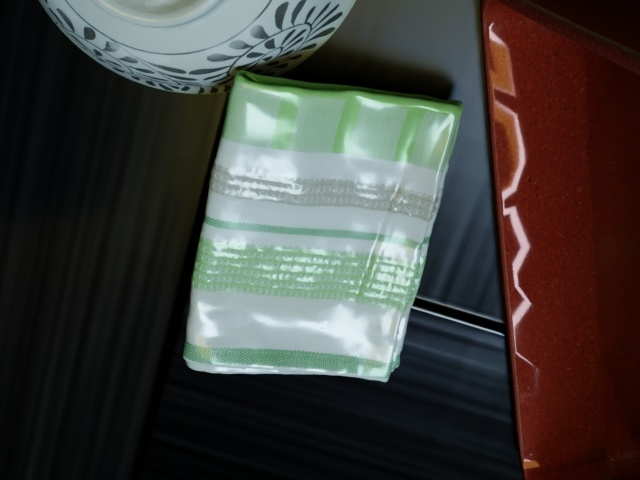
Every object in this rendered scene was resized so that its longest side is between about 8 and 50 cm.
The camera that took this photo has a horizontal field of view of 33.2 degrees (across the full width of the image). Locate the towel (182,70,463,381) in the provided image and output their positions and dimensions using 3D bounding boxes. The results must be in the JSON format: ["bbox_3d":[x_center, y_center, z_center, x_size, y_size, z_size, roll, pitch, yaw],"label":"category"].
[{"bbox_3d":[0.000,0.000,0.504,0.113,0.023,0.152,4,119,-18],"label":"towel"}]

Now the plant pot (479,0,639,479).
[{"bbox_3d":[0.218,0.033,0.406,0.235,0.267,0.267,-10,112,-5],"label":"plant pot"}]

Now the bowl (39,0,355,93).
[{"bbox_3d":[-0.063,-0.134,0.447,0.170,0.080,0.170,2,113,6],"label":"bowl"}]
